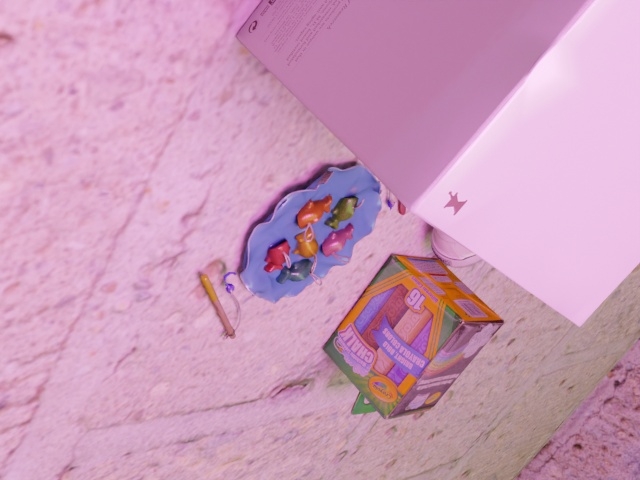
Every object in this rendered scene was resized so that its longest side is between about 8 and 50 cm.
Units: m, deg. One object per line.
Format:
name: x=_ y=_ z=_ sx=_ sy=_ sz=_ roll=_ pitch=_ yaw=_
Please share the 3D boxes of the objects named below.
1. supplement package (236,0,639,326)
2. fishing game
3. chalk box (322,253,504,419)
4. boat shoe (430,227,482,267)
supplement package: x=0.115 y=-0.119 z=0.534 sx=0.198 sy=0.262 sz=0.199 roll=30 pitch=104 yaw=-41
fishing game: x=0.000 y=0.000 z=0.812 sx=0.264 sy=0.041 sz=0.189 roll=-33 pitch=151 yaw=-18
chalk box: x=0.107 y=0.141 z=1.025 sx=0.132 sy=0.132 sz=0.213 roll=8 pitch=123 yaw=-55
boat shoe: x=0.252 y=-0.066 z=0.984 sx=0.268 sy=0.096 sz=0.088 roll=-27 pitch=151 yaw=-11
